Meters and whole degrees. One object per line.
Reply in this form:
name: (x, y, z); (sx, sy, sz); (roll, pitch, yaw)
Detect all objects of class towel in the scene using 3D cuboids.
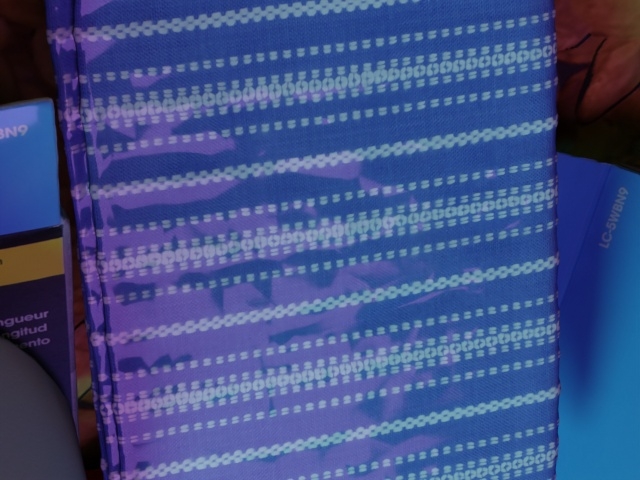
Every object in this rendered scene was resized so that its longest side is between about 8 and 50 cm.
towel: (0.000, 0.000, 0.864); (0.243, 0.040, 0.336); (-10, 112, -16)

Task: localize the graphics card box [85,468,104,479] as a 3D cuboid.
graphics card box: (0.019, 0.226, 1.160); (0.233, 0.094, 0.371); (-12, 152, 38)

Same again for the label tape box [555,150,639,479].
label tape box: (0.216, 0.094, 1.029); (0.334, 0.106, 0.240); (9, 104, -46)

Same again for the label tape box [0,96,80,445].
label tape box: (-0.248, 0.039, 0.860); (0.249, 0.115, 0.347); (-9, 140, -13)

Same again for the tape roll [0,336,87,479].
tape roll: (-0.244, 0.150, 0.824); (0.286, 0.100, 0.286); (-11, 142, -9)
